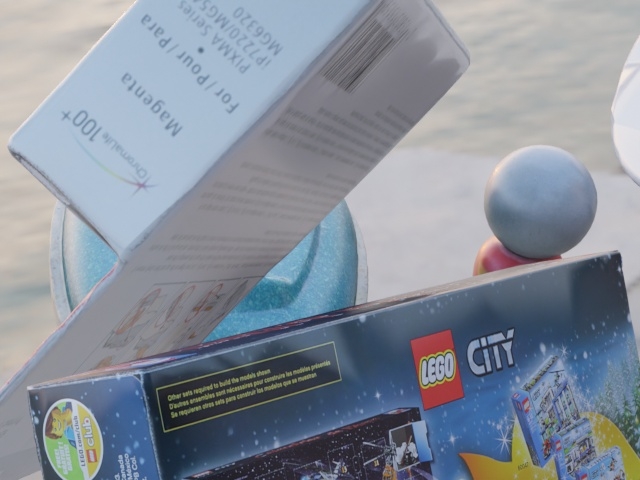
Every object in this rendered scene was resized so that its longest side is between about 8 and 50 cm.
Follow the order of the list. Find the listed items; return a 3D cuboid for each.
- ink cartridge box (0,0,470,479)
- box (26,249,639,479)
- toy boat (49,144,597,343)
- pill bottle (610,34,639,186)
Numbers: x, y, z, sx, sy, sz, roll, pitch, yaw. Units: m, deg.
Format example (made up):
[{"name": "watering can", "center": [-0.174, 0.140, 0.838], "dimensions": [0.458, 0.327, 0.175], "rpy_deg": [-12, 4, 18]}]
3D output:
[{"name": "ink cartridge box", "center": [-0.052, -0.013, 0.671], "dimensions": [0.239, 0.060, 0.275], "rpy_deg": [-45, -7, 6]}, {"name": "box", "center": [0.028, 0.097, 0.527], "dimensions": [0.044, 0.159, 0.233], "rpy_deg": [-11, -1, 39]}, {"name": "toy boat", "center": [0.000, 0.000, 1.069], "dimensions": [0.318, 0.148, 0.267], "rpy_deg": [4, 38, -11]}, {"name": "pill bottle", "center": [0.142, 0.005, 0.378], "dimensions": [0.094, 0.169, 0.094], "rpy_deg": [-39, 32, 29]}]
